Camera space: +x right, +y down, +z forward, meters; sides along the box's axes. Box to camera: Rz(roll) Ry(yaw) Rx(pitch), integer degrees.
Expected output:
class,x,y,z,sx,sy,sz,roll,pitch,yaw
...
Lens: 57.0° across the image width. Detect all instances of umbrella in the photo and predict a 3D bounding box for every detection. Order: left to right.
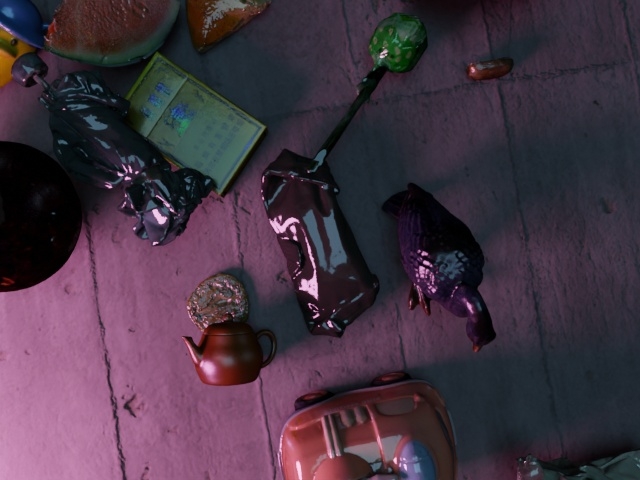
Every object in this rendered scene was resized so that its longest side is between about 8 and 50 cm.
class,x,y,z,sx,sy,sz,roll,pitch,yaw
umbrella,-0.325,-0.147,0.906,0.349,0.094,0.143,43,71,-5

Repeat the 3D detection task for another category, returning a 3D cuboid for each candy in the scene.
class,x,y,z,sx,sy,sz,roll,pitch,yaw
candy,0.069,-0.241,0.968,0.097,0.097,0.323,34,78,-1

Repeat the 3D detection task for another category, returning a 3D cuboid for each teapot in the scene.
class,x,y,z,sx,sy,sz,roll,pitch,yaw
teapot,-0.143,0.172,0.950,0.173,0.116,0.116,2,87,-37

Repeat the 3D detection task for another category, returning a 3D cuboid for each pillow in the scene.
class,x,y,z,sx,sy,sz,roll,pitch,yaw
pillow,0.437,0.489,0.957,0.283,0.138,0.310,3,90,-12

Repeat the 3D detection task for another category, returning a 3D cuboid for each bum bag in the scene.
class,x,y,z,sx,sy,sz,roll,pitch,yaw
bum bag,0.000,0.000,0.981,0.142,0.080,0.326,-19,92,4

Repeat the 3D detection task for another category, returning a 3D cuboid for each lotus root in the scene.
class,x,y,z,sx,sy,sz,roll,pitch,yaw
lotus root,0.298,-0.297,1.023,0.083,0.037,0.030,-11,93,-4

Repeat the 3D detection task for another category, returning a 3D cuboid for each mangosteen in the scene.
class,x,y,z,sx,sy,sz,roll,pitch,yaw
mangosteen,-0.498,-0.039,0.886,0.265,0.228,0.228,6,88,11

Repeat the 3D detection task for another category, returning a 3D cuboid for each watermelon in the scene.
class,x,y,z,sx,sy,sz,roll,pitch,yaw
watermelon,-0.326,-0.348,0.955,0.146,0.128,0.231,32,76,-17

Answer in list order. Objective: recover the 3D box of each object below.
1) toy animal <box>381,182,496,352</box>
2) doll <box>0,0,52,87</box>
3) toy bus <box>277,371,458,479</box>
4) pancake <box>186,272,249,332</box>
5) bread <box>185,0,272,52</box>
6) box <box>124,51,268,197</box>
class,x,y,z,sx,sy,sz,roll,pitch,yaw
toy animal,0.189,0.034,0.935,0.122,0.185,0.298,-16,70,1
doll,-0.600,-0.284,0.939,0.362,0.145,0.200,-21,129,-12
toy bus,0.077,0.326,0.897,0.287,0.232,0.194,-12,86,-2
pancake,-0.172,0.108,0.994,0.108,0.017,0.108,0,88,-4
bread,-0.177,-0.414,0.996,0.154,0.054,0.136,-33,87,-6
box,-0.215,-0.190,0.979,0.220,0.064,0.141,33,89,-3
